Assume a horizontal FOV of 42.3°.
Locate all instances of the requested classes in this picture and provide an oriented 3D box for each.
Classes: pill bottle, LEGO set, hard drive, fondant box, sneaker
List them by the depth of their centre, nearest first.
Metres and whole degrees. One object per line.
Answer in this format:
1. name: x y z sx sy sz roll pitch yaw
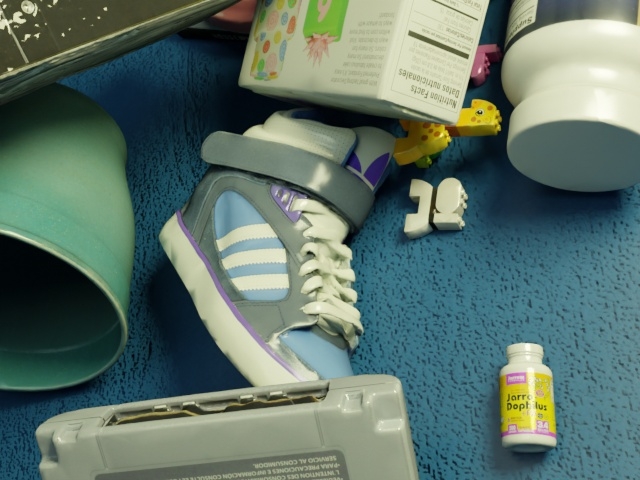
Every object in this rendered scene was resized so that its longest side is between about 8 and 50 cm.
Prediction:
1. pill bottle: 0.168 0.128 0.676 0.043 0.043 0.083 -8 63 22
2. pill bottle: 0.243 -0.187 0.731 0.153 0.153 0.264 2 67 26
3. hard drive: -0.211 -0.199 0.764 0.339 0.064 0.237 -33 16 -36
4. fondant box: 0.055 -0.285 0.765 0.238 0.096 0.330 20 96 53
5. sneaker: 0.000 0.000 0.765 0.236 0.130 0.323 -45 50 4
6. LEGO set: 0.132 -0.121 0.790 0.093 0.087 0.227 0 67 26

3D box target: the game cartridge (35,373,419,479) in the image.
1. game cartridge: -0.065 0.216 0.661 0.294 0.060 0.195 -8 102 11

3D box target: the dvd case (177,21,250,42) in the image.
1. dvd case: -0.052 -0.320 1.010 0.239 0.029 0.179 12 72 30

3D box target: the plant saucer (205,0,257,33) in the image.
1. plant saucer: -0.044 -0.402 0.978 0.332 0.084 0.332 -10 62 20

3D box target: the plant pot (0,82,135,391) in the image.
1. plant pot: -0.317 -0.023 0.862 0.272 0.271 0.255 -15 46 18
